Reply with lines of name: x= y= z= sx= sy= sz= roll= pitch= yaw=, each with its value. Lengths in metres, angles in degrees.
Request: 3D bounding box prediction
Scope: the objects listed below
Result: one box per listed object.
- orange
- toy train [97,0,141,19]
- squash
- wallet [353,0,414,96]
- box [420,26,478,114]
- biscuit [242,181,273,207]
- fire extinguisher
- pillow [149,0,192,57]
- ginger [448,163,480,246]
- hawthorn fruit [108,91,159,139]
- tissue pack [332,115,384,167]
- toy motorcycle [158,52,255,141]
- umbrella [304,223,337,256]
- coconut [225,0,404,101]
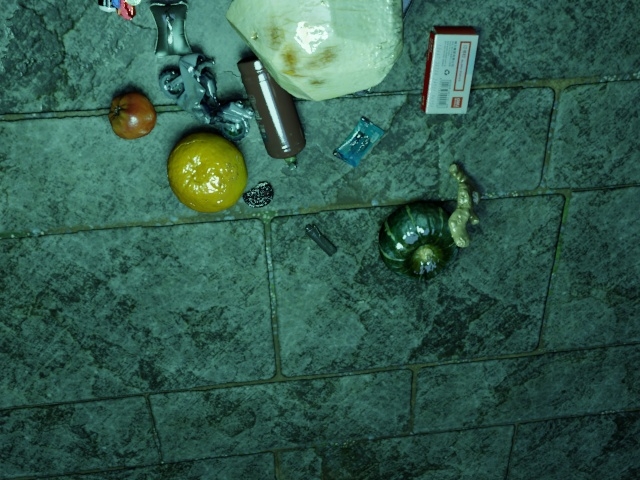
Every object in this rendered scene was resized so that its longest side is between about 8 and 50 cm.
orange: x=-0.303 y=-0.182 z=1.708 sx=0.219 sy=0.193 sz=0.219 roll=3 pitch=97 yaw=29
toy train: x=-0.480 y=-0.635 z=1.491 sx=0.131 sy=0.083 sz=0.204 roll=5 pitch=117 yaw=-11
squash: x=0.298 y=0.005 z=1.916 sx=0.252 sy=0.165 sz=0.252 roll=-4 pitch=122 yaw=-6
wallet: x=0.115 y=-0.540 z=1.649 sx=0.172 sy=0.045 sz=0.318 roll=19 pitch=116 yaw=-15
box: x=0.349 y=-0.459 z=1.725 sx=0.122 sy=0.050 sz=0.230 roll=-3 pitch=119 yaw=-8
biscuit: x=-0.182 y=-0.133 z=1.851 sx=0.089 sy=0.027 sz=0.087 roll=11 pitch=118 yaw=-13
fire extinguisher: x=-0.116 y=-0.331 z=1.696 sx=0.114 sy=0.135 sz=0.337 roll=-15 pitch=116 yaw=6
pillow: x=-0.373 y=-0.526 z=1.586 sx=0.091 sy=0.055 sz=0.136 roll=-23 pitch=130 yaw=-32
ginger: x=0.427 y=-0.092 z=1.853 sx=0.065 sy=0.259 sz=0.149 roll=-20 pitch=150 yaw=40
hawthorn fruit: x=-0.482 y=-0.318 z=1.650 sx=0.125 sy=0.125 sz=0.140 roll=-43 pitch=115 yaw=16
tissue pack: x=0.108 y=-0.277 z=1.810 sx=0.085 sy=0.028 sz=0.138 roll=31 pitch=115 yaw=-23
toy motorcycle: x=-0.286 y=-0.378 z=1.634 sx=0.270 sy=0.106 sz=0.159 roll=33 pitch=124 yaw=-3
umbrella: x=0.001 y=-0.001 z=1.951 sx=0.133 sy=0.031 sz=0.036 roll=45 pitch=79 yaw=-26
coconut: x=-0.014 y=-0.516 z=1.449 sx=0.415 sy=0.345 sz=0.416 roll=1 pitch=101 yaw=4
